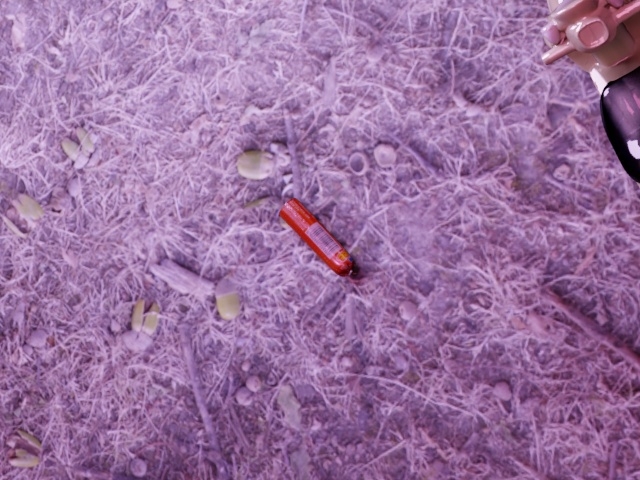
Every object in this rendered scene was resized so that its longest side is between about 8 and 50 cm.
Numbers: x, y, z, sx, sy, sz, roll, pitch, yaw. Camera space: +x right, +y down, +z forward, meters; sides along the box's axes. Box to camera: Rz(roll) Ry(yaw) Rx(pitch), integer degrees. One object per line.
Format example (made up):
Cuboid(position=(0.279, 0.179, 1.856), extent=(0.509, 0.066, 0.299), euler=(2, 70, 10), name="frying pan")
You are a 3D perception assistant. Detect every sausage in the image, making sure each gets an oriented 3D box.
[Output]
Cuboid(position=(0.000, 0.000, 1.827), extent=(0.129, 0.034, 0.034), euler=(45, 105, 16), name="sausage")

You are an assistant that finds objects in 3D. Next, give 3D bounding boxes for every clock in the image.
Cuboid(position=(0.351, -0.168, 1.566), extent=(0.120, 0.276, 0.379), euler=(-32, 81, 17), name="clock")
